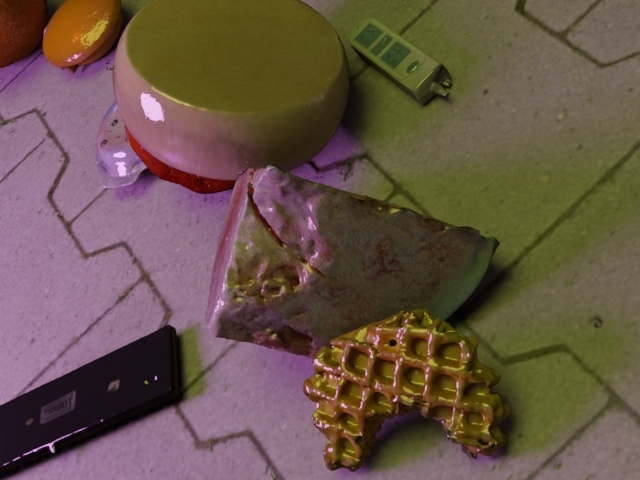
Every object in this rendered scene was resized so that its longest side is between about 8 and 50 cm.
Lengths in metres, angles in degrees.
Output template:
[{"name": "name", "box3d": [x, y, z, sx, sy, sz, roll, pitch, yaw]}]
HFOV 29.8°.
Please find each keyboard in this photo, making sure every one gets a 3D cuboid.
[{"name": "keyboard", "box3d": [-0.289, 0.198, 1.361, 0.317, 0.027, 0.106, -25, 45, 19]}]

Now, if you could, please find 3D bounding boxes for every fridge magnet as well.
[{"name": "fridge magnet", "box3d": [-0.339, -0.306, 1.728, 0.143, 0.063, 0.143, -20, 50, 25]}]

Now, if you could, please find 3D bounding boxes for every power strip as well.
[{"name": "power strip", "box3d": [0.091, -0.205, 1.375, 0.047, 0.030, 0.191, -46, 44, 0]}]

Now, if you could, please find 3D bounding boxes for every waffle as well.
[{"name": "waffle", "box3d": [0.071, 0.144, 1.091, 0.194, 0.051, 0.149, -25, 82, 27]}]

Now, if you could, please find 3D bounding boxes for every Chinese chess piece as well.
[{"name": "Chinese chess piece", "box3d": [-0.100, -0.183, 1.360, 0.273, 0.102, 0.273, 4, 45, -4]}]

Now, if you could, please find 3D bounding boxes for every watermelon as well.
[{"name": "watermelon", "box3d": [0.000, 0.000, 1.174, 0.310, 0.232, 0.193, 32, 117, 25]}]

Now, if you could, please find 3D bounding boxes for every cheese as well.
[{"name": "cheese", "box3d": [-0.227, -0.172, 1.560, 0.135, 0.052, 0.245, -5, 57, 33]}]

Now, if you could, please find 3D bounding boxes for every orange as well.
[{"name": "orange", "box3d": [-0.498, -0.351, 1.785, 0.206, 0.206, 0.206, -19, 51, 24]}]

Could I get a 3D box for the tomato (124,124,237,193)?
[{"name": "tomato", "box3d": [-0.139, -0.122, 1.439, 0.189, 0.099, 0.173, 8, 41, -2]}]
